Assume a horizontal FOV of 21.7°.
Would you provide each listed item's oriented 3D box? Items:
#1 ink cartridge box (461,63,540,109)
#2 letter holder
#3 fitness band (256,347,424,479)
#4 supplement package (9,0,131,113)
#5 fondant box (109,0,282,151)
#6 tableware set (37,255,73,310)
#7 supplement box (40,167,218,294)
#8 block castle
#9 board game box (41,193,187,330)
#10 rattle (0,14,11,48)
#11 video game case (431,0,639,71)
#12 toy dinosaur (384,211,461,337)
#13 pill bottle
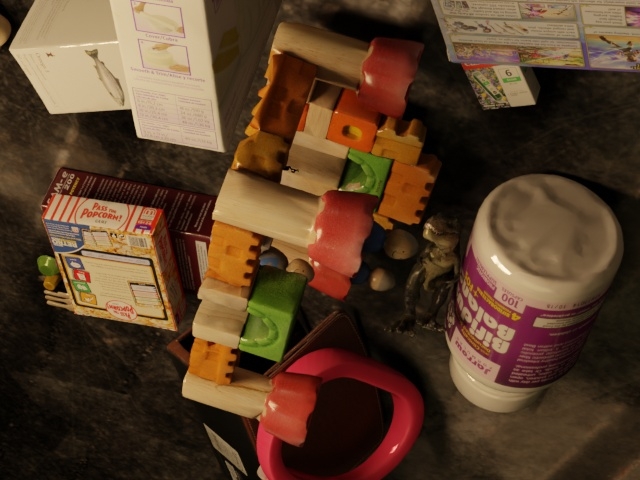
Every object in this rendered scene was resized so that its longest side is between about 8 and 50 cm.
[{"bbox_3d":[0.182,-0.189,1.757,0.062,0.029,0.115,-4,138,28],"label":"ink cartridge box"},{"bbox_3d":[-0.048,0.209,2.299,0.152,0.214,0.302,35,155,37],"label":"letter holder"},{"bbox_3d":[0.025,0.251,2.235,0.054,0.209,0.291,32,-176,42],"label":"fitness band"},{"bbox_3d":[-0.231,-0.215,1.849,0.179,0.105,0.105,-2,138,26],"label":"supplement package"},{"bbox_3d":[-0.108,-0.274,1.525,0.096,0.238,0.330,11,147,11],"label":"fondant box"},{"bbox_3d":[-0.317,0.063,2.321,0.154,0.024,0.104,11,140,14],"label":"tableware set"},{"bbox_3d":[-0.226,-0.008,2.142,0.239,0.073,0.130,11,142,11],"label":"supplement box"},{"bbox_3d":[0.000,0.000,1.856,0.212,0.303,0.453,17,145,1],"label":"block castle"},{"bbox_3d":[-0.256,0.030,2.102,0.146,0.045,0.193,9,141,13],"label":"board game box"},{"bbox_3d":[-0.462,-0.210,1.941,0.199,0.143,0.130,-14,151,29],"label":"rattle"},{"bbox_3d":[0.237,-0.242,1.575,0.269,0.061,0.244,5,158,16],"label":"video game case"},{"bbox_3d":[0.125,0.052,1.948,0.064,0.118,0.268,18,164,0],"label":"toy dinosaur"},{"bbox_3d":[0.237,0.074,1.953,0.169,0.169,0.301,16,143,4],"label":"pill bottle"}]
